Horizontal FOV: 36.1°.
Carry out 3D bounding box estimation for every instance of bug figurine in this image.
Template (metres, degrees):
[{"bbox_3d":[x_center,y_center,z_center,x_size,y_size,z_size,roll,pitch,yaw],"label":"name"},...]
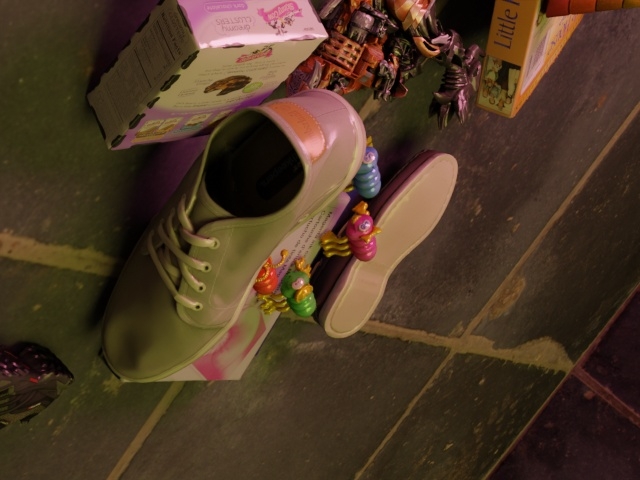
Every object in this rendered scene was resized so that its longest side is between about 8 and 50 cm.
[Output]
[{"bbox_3d":[0.000,0.000,1.287,0.279,0.072,0.216,-43,148,-15],"label":"bug figurine"}]

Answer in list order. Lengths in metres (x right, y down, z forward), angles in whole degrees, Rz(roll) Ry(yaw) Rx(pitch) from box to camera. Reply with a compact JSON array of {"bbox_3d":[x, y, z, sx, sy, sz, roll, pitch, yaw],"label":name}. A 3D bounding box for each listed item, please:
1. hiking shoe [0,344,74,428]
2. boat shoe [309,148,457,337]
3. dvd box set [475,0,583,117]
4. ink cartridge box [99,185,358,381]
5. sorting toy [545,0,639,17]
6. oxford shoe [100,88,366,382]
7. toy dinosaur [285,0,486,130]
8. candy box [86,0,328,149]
[{"bbox_3d":[-0.382,0.175,1.115,0.114,0.086,0.227,-56,149,5],"label":"hiking shoe"},{"bbox_3d":[0.083,-0.008,1.483,0.117,0.097,0.324,23,104,-44],"label":"boat shoe"},{"bbox_3d":[0.315,-0.408,1.268,0.307,0.062,0.420,-51,156,-38],"label":"dvd box set"},{"bbox_3d":[-0.098,0.053,1.354,0.330,0.071,0.324,9,117,-53],"label":"ink cartridge box"},{"bbox_3d":[0.411,-0.392,1.258,0.365,0.126,0.127,-53,157,-35],"label":"sorting toy"},{"bbox_3d":[-0.131,0.000,1.108,0.449,0.169,0.130,-46,163,26],"label":"oxford shoe"},{"bbox_3d":[0.101,-0.256,1.193,0.322,0.164,0.218,-34,135,8],"label":"toy dinosaur"},{"bbox_3d":[-0.116,-0.175,0.991,0.165,0.070,0.196,-15,166,-42],"label":"candy box"}]
